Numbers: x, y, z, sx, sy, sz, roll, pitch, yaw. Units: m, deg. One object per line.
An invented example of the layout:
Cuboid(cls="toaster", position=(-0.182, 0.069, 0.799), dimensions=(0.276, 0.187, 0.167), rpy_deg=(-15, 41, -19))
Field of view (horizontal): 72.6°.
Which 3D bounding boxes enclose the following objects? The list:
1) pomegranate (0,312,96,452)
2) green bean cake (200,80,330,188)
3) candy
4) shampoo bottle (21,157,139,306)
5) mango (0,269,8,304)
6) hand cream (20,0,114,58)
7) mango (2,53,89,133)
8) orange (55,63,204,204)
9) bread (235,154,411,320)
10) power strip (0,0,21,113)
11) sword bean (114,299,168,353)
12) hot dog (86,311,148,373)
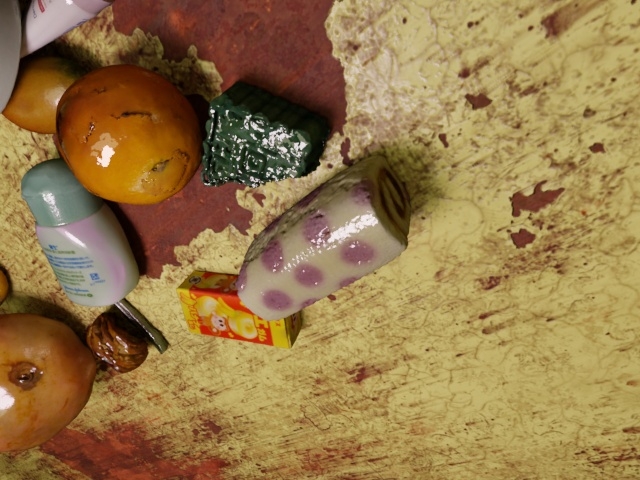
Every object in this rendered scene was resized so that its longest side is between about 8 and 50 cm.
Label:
Cuboid(cls="pomegranate", position=(-0.892, 0.403, 1.267), dimensions=(0.411, 0.411, 0.411), rpy_deg=(10, 124, 15))
Cuboid(cls="green bean cake", position=(-0.105, -0.158, 0.791), dimensions=(0.208, 0.107, 0.193), rpy_deg=(23, 125, 4))
Cuboid(cls="candy", position=(-0.191, 0.161, 1.035), dimensions=(0.276, 0.088, 0.146), rpy_deg=(4, 121, 19))
Cuboid(cls="shampoo bottle", position=(-0.564, -0.021, 1.020), dimensions=(0.222, 0.151, 0.349), rpy_deg=(7, 124, 23))
Cuboid(cls="mango", position=(-1.063, 0.145, 1.337), dimensions=(0.317, 0.119, 0.176), rpy_deg=(-16, 117, 37))
Cuboid(cls="hand cream", position=(-0.480, -0.412, 0.778), dimensions=(0.248, 0.133, 0.083), rpy_deg=(-17, 152, 24))
Cuboid(cls="mango", position=(-0.540, -0.285, 0.861), dimensions=(0.221, 0.120, 0.151), rpy_deg=(9, 122, 13))
Cuboid(cls="orange", position=(-0.336, -0.183, 0.781), dimensions=(0.246, 0.246, 0.246), rpy_deg=(10, 124, 15))
Cuboid(cls="bread", position=(0.000, 0.000, 0.801), dimensions=(0.338, 0.187, 0.155), rpy_deg=(-31, 114, 33))
Cuboid(cls="power strip", position=(-0.680, -0.380, 0.757), dimensions=(0.357, 0.161, 0.357), rpy_deg=(3, 96, 30))
Cuboid(cls="sword bean", position=(-0.529, 0.216, 1.228), dimensions=(0.043, 0.038, 0.269), rpy_deg=(-38, 104, 9))
Cuboid(cls="hot dog", position=(-0.580, 0.286, 1.235), dimensions=(0.175, 0.114, 0.259), rpy_deg=(47, 155, -19))
